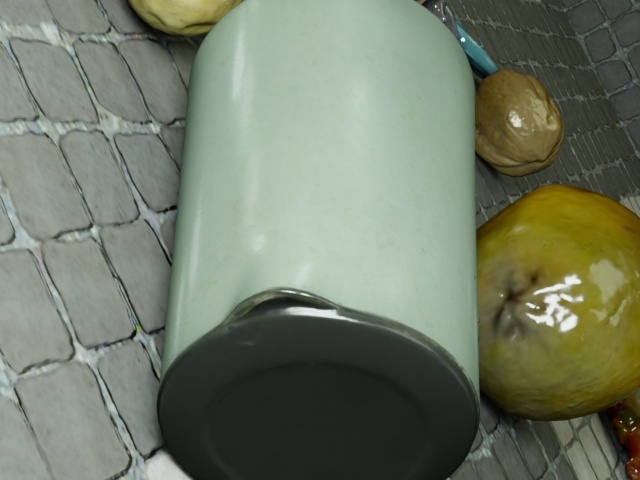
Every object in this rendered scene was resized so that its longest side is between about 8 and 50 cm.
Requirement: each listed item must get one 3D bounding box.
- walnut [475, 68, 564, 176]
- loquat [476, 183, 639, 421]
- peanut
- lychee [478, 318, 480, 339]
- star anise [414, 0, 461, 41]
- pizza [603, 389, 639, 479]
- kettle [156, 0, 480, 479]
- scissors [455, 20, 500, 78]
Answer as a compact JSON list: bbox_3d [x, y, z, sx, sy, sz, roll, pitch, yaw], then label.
[{"bbox_3d":[0.291,-0.174,1.976,0.166,0.149,0.166,62,-11,22],"label":"walnut"},{"bbox_3d":[0.279,0.070,1.523,0.284,0.276,0.276,-3,67,-63],"label":"loquat"},{"bbox_3d":[-0.093,-0.268,1.234,0.147,0.147,0.319,57,20,-13],"label":"peanut"},{"bbox_3d":[0.095,0.100,1.248,0.123,0.129,0.123,28,32,-20],"label":"lychee"},{"bbox_3d":[0.101,-0.340,1.731,0.229,0.093,0.236,40,0,-17],"label":"star anise"},{"bbox_3d":[0.474,0.148,2.027,0.406,0.130,0.440,57,33,-12],"label":"pizza"},{"bbox_3d":[0.012,0.042,1.043,0.376,0.250,0.361,-87,169,-47],"label":"kettle"},{"bbox_3d":[0.266,-0.280,2.122,0.180,0.032,0.393,52,9,33],"label":"scissors"}]
